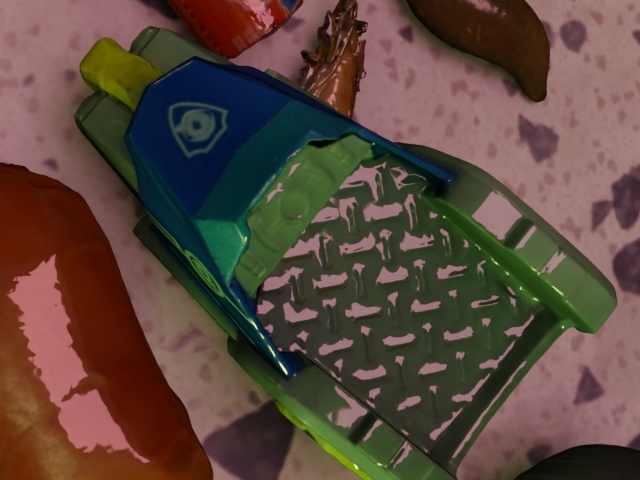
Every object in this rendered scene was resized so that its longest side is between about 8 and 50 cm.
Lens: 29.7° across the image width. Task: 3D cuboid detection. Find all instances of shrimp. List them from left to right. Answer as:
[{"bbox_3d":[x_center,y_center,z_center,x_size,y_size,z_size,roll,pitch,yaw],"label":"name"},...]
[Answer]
[{"bbox_3d":[-0.033,-0.089,0.790,0.124,0.034,0.178,12,90,-19],"label":"shrimp"}]

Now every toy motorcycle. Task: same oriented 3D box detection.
[{"bbox_3d":[0.000,0.000,0.690,0.326,0.200,0.191,40,86,-18],"label":"toy motorcycle"}]

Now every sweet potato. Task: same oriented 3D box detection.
[{"bbox_3d":[0.081,-0.189,0.836,0.249,0.059,0.069,46,51,-9],"label":"sweet potato"}]

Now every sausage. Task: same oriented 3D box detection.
[{"bbox_3d":[-0.154,0.076,0.676,0.133,0.133,0.258,-28,100,-22],"label":"sausage"},{"bbox_3d":[-0.119,-0.235,0.745,0.074,0.074,0.274,-42,101,-20],"label":"sausage"}]

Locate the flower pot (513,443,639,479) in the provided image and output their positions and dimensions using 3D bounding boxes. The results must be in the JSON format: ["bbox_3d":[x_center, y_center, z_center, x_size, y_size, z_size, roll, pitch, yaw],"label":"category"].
[{"bbox_3d":[0.180,0.255,0.784,0.189,0.157,0.243,13,82,-20],"label":"flower pot"}]
